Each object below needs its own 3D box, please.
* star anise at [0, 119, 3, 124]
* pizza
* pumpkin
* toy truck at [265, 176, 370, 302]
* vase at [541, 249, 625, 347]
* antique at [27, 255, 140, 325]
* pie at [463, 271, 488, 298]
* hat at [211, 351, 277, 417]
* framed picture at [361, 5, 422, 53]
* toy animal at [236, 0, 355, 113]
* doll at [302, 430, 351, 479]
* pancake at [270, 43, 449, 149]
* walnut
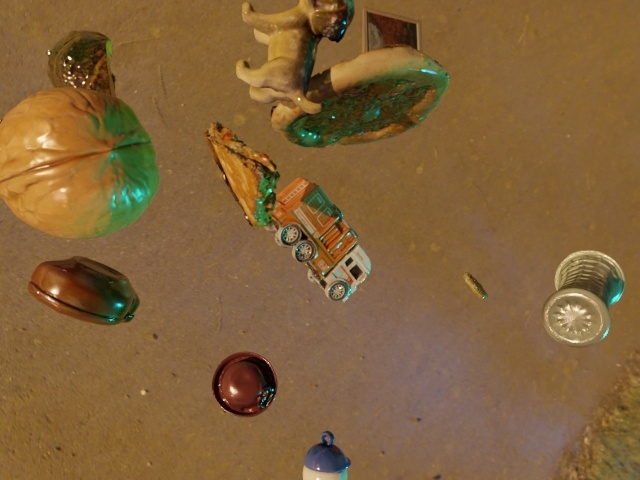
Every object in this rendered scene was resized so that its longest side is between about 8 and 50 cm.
[{"bbox_3d":[-0.701,-0.259,1.257,0.191,0.070,0.097,16,68,-40],"label":"star anise"},{"bbox_3d":[-0.173,-0.169,1.092,0.074,0.287,0.251,-33,81,-20],"label":"pizza"},{"bbox_3d":[-0.591,-0.377,1.243,0.163,0.111,0.278,-8,109,-10],"label":"pumpkin"},{"bbox_3d":[0.000,0.000,1.539,0.207,0.173,0.387,-42,121,-7],"label":"toy truck"},{"bbox_3d":[0.532,0.115,1.018,0.299,0.143,0.143,-17,99,-56],"label":"vase"},{"bbox_3d":[-0.587,0.126,1.275,0.278,0.224,0.128,34,82,-55],"label":"antique"},{"bbox_3d":[0.386,0.113,1.241,0.020,0.084,0.084,-41,120,19],"label":"pie"},{"bbox_3d":[-0.235,0.437,1.527,0.206,0.089,0.205,-2,67,4],"label":"hat"},{"bbox_3d":[0.194,-0.491,1.334,0.184,0.016,0.249,5,79,-21],"label":"framed picture"},{"bbox_3d":[-0.045,-0.325,0.807,0.169,0.121,0.233,14,80,10],"label":"toy animal"},{"bbox_3d":[0.002,0.254,0.473,0.058,0.099,0.142,9,82,-52],"label":"doll"},{"bbox_3d":[0.081,-0.269,1.017,0.383,0.382,0.071,-7,80,-36],"label":"pancake"},{"bbox_3d":[-0.272,-0.083,0.556,0.165,0.197,0.165,-4,95,-52],"label":"walnut"}]
